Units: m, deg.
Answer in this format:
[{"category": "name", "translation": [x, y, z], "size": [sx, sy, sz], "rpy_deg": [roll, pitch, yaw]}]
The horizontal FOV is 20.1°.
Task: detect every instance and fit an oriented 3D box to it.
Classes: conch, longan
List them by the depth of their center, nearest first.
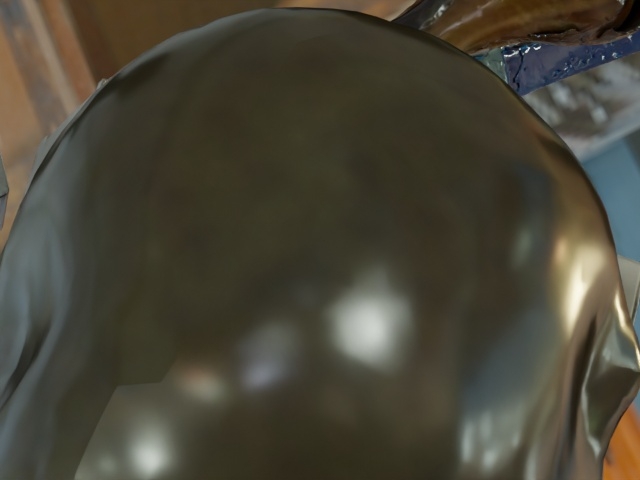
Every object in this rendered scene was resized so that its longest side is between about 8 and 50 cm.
[{"category": "longan", "translation": [-0.015, 0.079, 0.755], "size": [0.288, 0.288, 0.350], "rpy_deg": [-2, 111, -49]}, {"category": "conch", "translation": [0.121, -0.151, 1.049], "size": [0.232, 0.086, 0.080], "rpy_deg": [-6, 139, -10]}]

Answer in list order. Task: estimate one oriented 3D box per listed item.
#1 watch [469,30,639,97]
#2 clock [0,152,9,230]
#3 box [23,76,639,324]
[{"category": "watch", "translation": [0.213, -0.193, 1.920], "size": [0.274, 0.068, 0.276], "rpy_deg": [-23, -174, -21]}, {"category": "clock", "translation": [-0.364, -0.064, 1.473], "size": [0.197, 0.150, 0.063], "rpy_deg": [-9, 149, -19]}, {"category": "box", "translation": [0.000, 0.000, 1.145], "size": [0.353, 0.069, 0.214], "rpy_deg": [17, 168, -15]}]
